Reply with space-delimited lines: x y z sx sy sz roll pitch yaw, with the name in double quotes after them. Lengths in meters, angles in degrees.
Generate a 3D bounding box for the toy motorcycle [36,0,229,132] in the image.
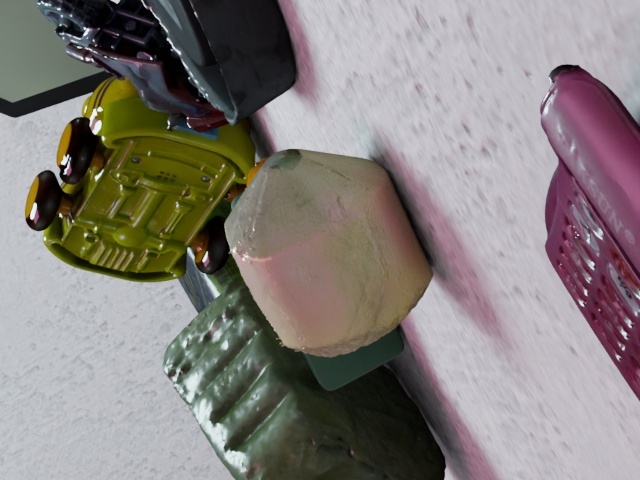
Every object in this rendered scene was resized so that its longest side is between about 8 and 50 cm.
-0.142 -0.158 1.285 0.213 0.082 0.122 22 157 27 "toy motorcycle"

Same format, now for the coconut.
0.000 0.000 0.936 0.122 0.116 0.116 62 173 -18 "coconut"

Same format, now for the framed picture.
-0.317 -0.195 1.381 0.347 0.265 0.016 20 -116 -50 "framed picture"

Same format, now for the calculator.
0.118 0.020 0.515 0.126 0.034 0.190 57 178 17 "calculator"

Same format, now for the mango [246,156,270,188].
-0.026 -0.033 1.260 0.089 0.046 0.060 43 169 23 "mango"

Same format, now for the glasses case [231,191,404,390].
0.000 0.029 1.174 0.184 0.078 0.039 66 174 -34 "glasses case"

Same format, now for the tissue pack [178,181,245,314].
-0.098 0.020 1.658 0.394 0.124 0.288 57 170 27 "tissue pack"

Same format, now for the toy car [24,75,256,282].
-0.162 -0.070 1.431 0.248 0.200 0.142 -46 36 44 "toy car"

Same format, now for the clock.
-0.106 -0.213 1.054 0.280 0.055 0.280 59 173 11 "clock"

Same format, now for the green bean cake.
-0.005 0.158 1.317 0.222 0.125 0.227 31 -160 -46 "green bean cake"
